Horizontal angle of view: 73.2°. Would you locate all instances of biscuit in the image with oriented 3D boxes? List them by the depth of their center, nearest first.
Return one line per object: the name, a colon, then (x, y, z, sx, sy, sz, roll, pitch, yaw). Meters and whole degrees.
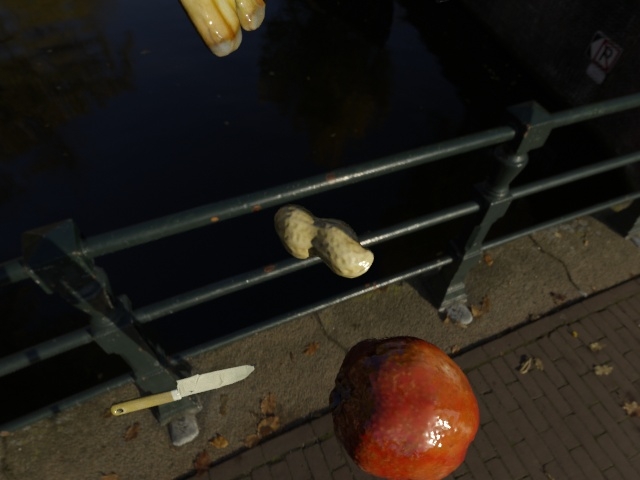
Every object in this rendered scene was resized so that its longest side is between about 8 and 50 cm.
biscuit: (-0.204, -0.481, 0.728, 0.062, 0.291, 0.237, -11, 39, 25)

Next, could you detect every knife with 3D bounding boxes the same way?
knife: (-0.268, 0.289, 0.845, 0.297, 0.047, 0.017, -14, 18, -1)

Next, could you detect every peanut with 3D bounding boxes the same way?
peanut: (0.000, 0.000, 0.685, 0.187, 0.082, 0.082, 23, 56, 24)

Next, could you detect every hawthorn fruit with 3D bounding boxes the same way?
hawthorn fruit: (0.141, 0.254, 0.649, 0.253, 0.205, 0.205, 16, 52, -13)

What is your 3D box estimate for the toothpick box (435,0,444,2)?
toothpick box: (0.075, -0.190, 0.163, 0.101, 0.153, 0.101, -18, 24, 8)
